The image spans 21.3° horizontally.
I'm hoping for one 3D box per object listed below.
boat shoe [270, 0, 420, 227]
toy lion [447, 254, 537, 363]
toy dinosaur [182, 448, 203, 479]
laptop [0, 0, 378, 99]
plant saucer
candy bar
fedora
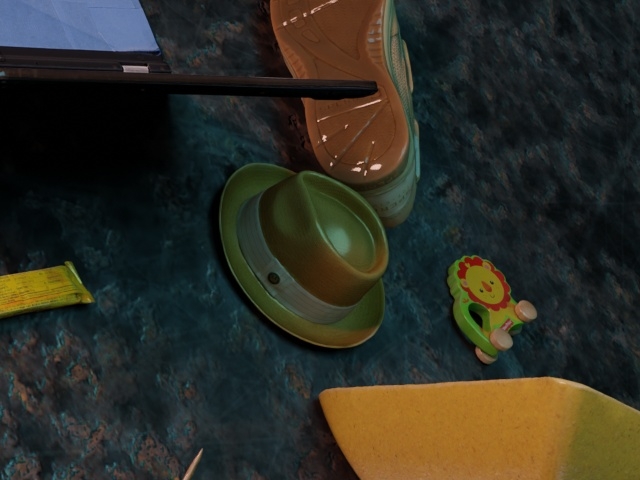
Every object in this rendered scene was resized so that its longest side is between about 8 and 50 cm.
[{"bbox_3d":[0.028,-0.167,1.674,0.110,0.122,0.341,62,18,-55],"label":"boat shoe"},{"bbox_3d":[0.160,0.061,1.679,0.096,0.034,0.100,45,38,3],"label":"toy lion"},{"bbox_3d":[-0.094,0.272,1.245,0.112,0.064,0.211,-19,85,-63],"label":"toy dinosaur"},{"bbox_3d":[-0.225,-0.237,1.370,0.382,0.408,0.236,-4,98,-46],"label":"laptop"},{"bbox_3d":[0.203,0.211,1.407,0.333,0.333,0.081,26,70,-28],"label":"plant saucer"},{"bbox_3d":[-0.239,0.043,1.300,0.161,0.018,0.040,-12,67,-48],"label":"candy bar"},{"bbox_3d":[0.000,0.000,1.524,0.194,0.079,0.194,26,45,-29],"label":"fedora"}]
